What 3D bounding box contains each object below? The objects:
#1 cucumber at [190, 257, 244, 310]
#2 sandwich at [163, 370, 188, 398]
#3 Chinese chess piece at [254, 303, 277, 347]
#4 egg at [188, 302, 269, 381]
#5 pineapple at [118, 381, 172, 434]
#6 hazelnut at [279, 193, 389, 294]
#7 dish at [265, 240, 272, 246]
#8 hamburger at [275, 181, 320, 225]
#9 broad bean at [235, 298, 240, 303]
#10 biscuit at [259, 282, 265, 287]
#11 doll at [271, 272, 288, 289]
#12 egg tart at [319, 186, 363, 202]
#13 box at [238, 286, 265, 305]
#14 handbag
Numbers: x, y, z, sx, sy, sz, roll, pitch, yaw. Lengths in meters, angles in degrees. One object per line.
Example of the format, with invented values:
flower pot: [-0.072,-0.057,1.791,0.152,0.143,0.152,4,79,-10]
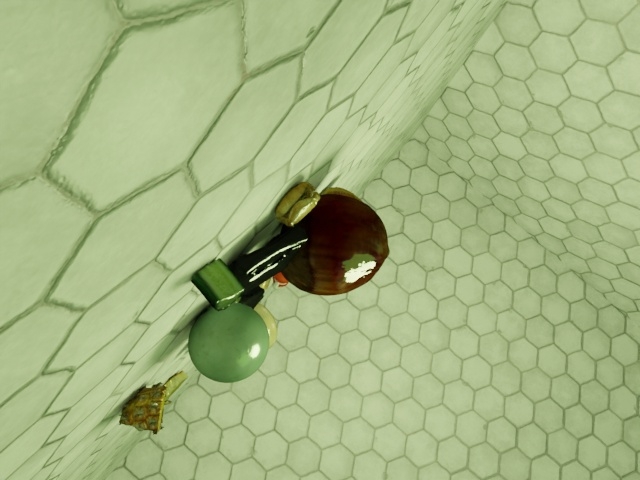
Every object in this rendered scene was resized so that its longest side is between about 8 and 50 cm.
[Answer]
cucumber: [-0.262,0.113,1.217,0.062,0.115,0.116,-50,168,27]
sandwich: [-0.736,0.722,2.345,0.193,0.058,0.162,-48,175,5]
Chinese chess piece: [-0.346,0.453,2.538,0.112,0.270,0.270,-24,159,-44]
egg: [-0.317,0.354,1.716,0.276,0.276,0.389,-49,178,-8]
pineapple: [-0.636,0.592,1.777,0.334,0.158,0.161,136,-43,-79]
hazelnut: [0.044,0.022,1.762,0.421,0.421,0.352,-51,-144,27]
dish: [-0.210,0.095,1.872,0.229,0.081,0.229,-49,177,-4]
hamburger: [-0.067,-0.108,1.450,0.147,0.083,0.138,-48,-179,10]
broad bean: [-0.400,0.294,1.950,0.254,0.046,0.065,-47,-177,-9]
biscuit: [-0.233,0.143,2.211,0.249,0.030,0.160,105,5,-83]
doll: [-0.175,0.148,2.530,0.161,0.130,0.290,-46,170,-44]
egg tart: [0.062,-0.047,2.069,0.351,0.339,0.153,-56,-163,-23]
box: [-0.410,0.364,2.230,0.359,0.091,0.350,-52,176,14]
handbag: [-0.182,0.069,1.502,0.275,0.088,0.244,-29,168,-36]
